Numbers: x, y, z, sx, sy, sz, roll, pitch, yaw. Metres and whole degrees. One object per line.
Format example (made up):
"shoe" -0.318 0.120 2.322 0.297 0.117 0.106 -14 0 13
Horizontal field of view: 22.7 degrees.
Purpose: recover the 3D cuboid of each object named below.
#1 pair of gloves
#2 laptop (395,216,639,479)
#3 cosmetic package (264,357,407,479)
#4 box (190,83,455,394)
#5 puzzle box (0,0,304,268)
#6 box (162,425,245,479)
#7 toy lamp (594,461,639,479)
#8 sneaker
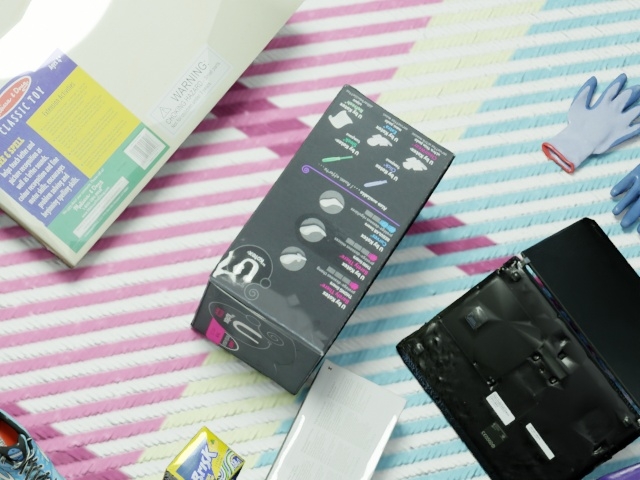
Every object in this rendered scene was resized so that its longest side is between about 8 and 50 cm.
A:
"pair of gloves" 0.363 -0.100 1.861 0.198 0.023 0.159 44 69 8
"laptop" 0.261 0.133 1.755 0.264 0.136 0.234 -38 78 4
"cosmetic package" -0.007 0.250 1.630 0.099 0.060 0.239 28 66 -2
"box" 0.000 0.000 1.671 0.143 0.165 0.270 33 66 2
"puzzle box" -0.236 -0.208 1.702 0.272 0.052 0.409 42 77 -7
"box" -0.119 0.237 1.554 0.054 0.169 0.059 40 68 6
"toy lamp" 0.251 0.321 1.647 0.274 0.080 0.080 -33 78 -18
"sneaker" -0.298 0.224 1.575 0.162 0.073 0.063 45 67 8
